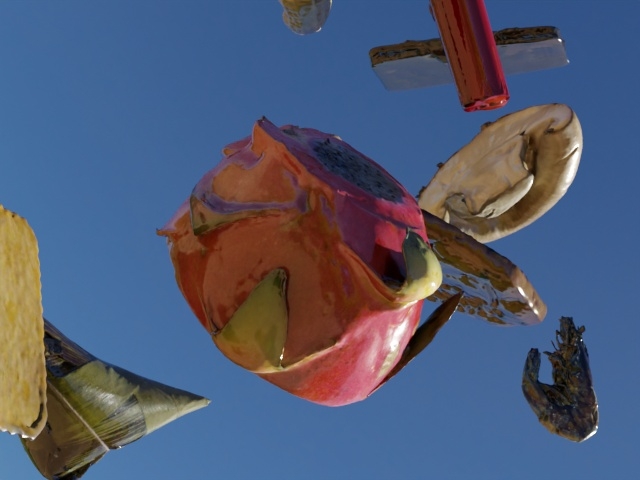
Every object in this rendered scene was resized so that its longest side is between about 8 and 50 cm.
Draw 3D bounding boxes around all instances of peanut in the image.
[{"bbox_3d":[-0.027,-0.385,1.709,0.194,0.093,0.083,109,-20,-73],"label":"peanut"}]

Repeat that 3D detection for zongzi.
[{"bbox_3d":[-0.362,0.212,1.757,0.154,0.318,0.289,41,-32,57],"label":"zongzi"}]

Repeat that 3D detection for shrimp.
[{"bbox_3d":[0.260,0.141,1.163,0.091,0.161,0.034,19,-41,-15],"label":"shrimp"}]

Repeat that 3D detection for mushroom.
[{"bbox_3d":[0.293,-0.083,1.629,0.286,0.156,0.151,-36,-54,21],"label":"mushroom"}]

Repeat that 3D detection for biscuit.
[{"bbox_3d":[0.144,0.028,1.484,0.359,0.046,0.359,27,-13,7],"label":"biscuit"},{"bbox_3d":[-0.325,0.047,0.942,0.013,0.232,0.236,-24,-121,21],"label":"biscuit"}]

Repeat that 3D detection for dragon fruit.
[{"bbox_3d":[0.000,0.000,1.043,0.189,0.291,0.290,-48,-110,21],"label":"dragon fruit"}]

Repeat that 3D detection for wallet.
[{"bbox_3d":[0.239,-0.291,1.727,0.310,0.165,0.042,-5,-99,17],"label":"wallet"}]

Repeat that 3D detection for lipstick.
[{"bbox_3d":[0.178,-0.303,1.385,0.073,0.073,0.279,-27,-104,57],"label":"lipstick"}]
